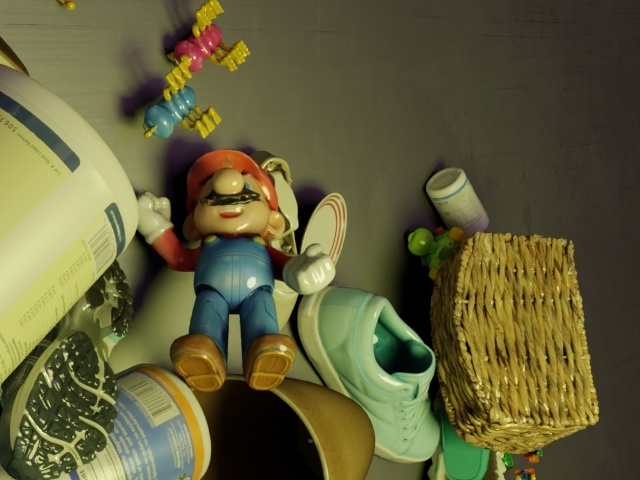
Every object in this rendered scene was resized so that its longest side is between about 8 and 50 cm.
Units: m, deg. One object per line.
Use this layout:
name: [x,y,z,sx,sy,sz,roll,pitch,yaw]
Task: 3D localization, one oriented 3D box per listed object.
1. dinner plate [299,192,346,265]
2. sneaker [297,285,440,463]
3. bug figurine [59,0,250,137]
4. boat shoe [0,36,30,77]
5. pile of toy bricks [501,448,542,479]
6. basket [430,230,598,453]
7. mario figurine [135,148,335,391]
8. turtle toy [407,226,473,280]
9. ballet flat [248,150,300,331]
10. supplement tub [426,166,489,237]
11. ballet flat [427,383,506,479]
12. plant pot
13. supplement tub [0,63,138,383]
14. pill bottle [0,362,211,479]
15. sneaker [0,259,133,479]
dinner plate: [0.000,0.000,1.391,0.141,0.017,0.141,-43,141,-50]
sneaker: [0.107,0.209,1.418,0.366,0.150,0.135,53,53,-35]
bug figurine: [-0.200,-0.260,1.180,0.279,0.072,0.216,60,42,-19]
boat shoe: [-0.430,-0.216,0.915,0.341,0.121,0.110,33,100,-42]
pile of toy bricks: [0.319,0.365,1.694,0.105,0.118,0.212,60,24,-63]
basket: [0.259,0.160,1.494,0.213,0.223,0.299,3,68,-15]
mario figurine: [-0.108,0.004,1.140,0.198,0.170,0.320,24,40,-31]
turtle toy: [0.193,0.016,1.588,0.130,0.066,0.095,21,98,-45]
ballet flat: [-0.060,0.004,1.307,0.086,0.086,0.248,-12,96,-47]
supplement tub: [0.225,-0.060,1.626,0.107,0.071,0.071,56,50,-29]
ballet flat: [0.238,0.404,1.558,0.147,0.147,0.409,31,60,-42]
plant pot: [-0.038,0.270,1.233,0.254,0.237,0.237,0,87,-62]
supplement tub: [-0.345,0.022,0.874,0.325,0.235,0.235,-52,123,-30]
pill bottle: [-0.258,0.242,1.024,0.272,0.152,0.152,-24,105,-45]
sneaker: [-0.271,0.132,0.987,0.283,0.122,0.110,-84,150,-54]
